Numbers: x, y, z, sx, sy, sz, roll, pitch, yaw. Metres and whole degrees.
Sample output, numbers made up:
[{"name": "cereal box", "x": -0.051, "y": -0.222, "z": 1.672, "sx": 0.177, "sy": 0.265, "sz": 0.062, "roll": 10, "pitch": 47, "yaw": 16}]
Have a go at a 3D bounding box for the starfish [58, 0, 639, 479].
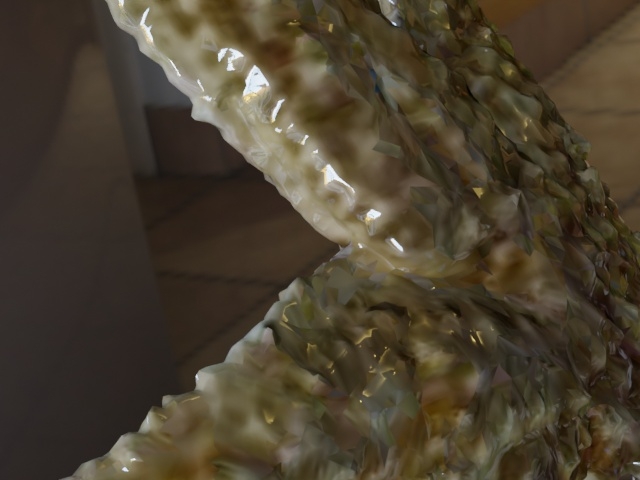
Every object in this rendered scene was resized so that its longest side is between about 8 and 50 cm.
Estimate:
[{"name": "starfish", "x": 0.007, "y": -0.004, "z": 0.472, "sx": 0.132, "sy": 0.384, "sz": 0.398, "roll": -34, "pitch": -9, "yaw": 40}]
